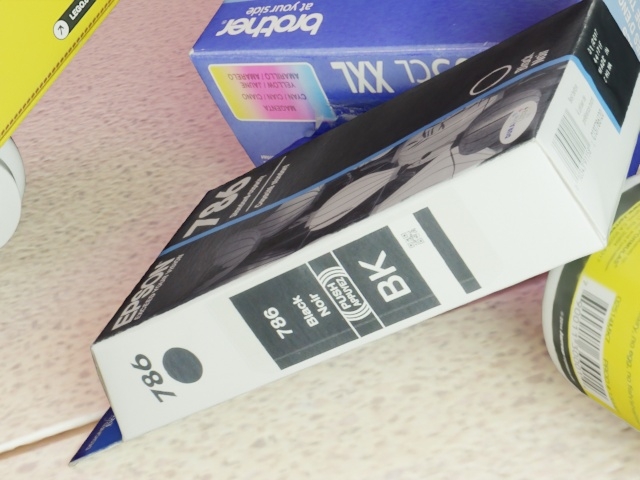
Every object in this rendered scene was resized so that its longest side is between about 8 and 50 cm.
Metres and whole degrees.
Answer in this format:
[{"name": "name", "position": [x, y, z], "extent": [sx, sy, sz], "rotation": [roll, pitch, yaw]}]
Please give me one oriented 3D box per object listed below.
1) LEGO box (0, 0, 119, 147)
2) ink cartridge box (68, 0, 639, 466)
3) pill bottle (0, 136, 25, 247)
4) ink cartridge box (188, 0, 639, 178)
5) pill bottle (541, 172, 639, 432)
[{"name": "LEGO box", "position": [-0.376, -0.151, 0.797], "extent": [0.193, 0.372, 0.500], "rotation": [11, 57, 41]}, {"name": "ink cartridge box", "position": [0.000, 0.000, 0.692], "extent": [0.332, 0.065, 0.165], "rotation": [-27, 19, 31]}, {"name": "pill bottle", "position": [-0.278, -0.053, 1.012], "extent": [0.108, 0.108, 0.180], "rotation": [-22, 28, -12]}, {"name": "ink cartridge box", "position": [0.100, -0.164, 0.909], "extent": [0.270, 0.151, 0.395], "rotation": [3, 52, 34]}, {"name": "pill bottle", "position": [0.195, 0.053, 0.555], "extent": [0.119, 0.119, 0.208], "rotation": [-25, 29, -18]}]
